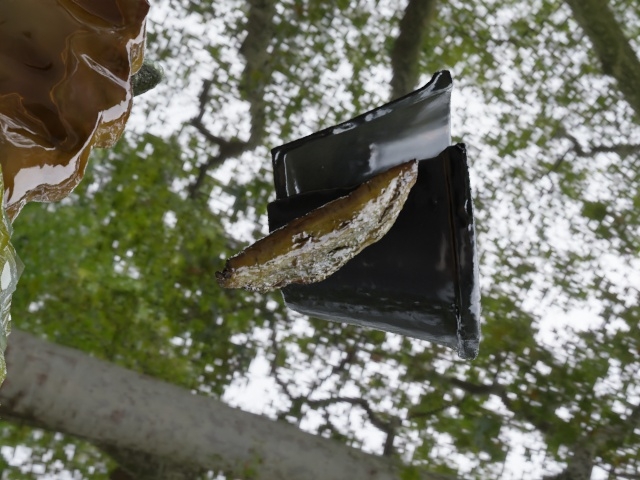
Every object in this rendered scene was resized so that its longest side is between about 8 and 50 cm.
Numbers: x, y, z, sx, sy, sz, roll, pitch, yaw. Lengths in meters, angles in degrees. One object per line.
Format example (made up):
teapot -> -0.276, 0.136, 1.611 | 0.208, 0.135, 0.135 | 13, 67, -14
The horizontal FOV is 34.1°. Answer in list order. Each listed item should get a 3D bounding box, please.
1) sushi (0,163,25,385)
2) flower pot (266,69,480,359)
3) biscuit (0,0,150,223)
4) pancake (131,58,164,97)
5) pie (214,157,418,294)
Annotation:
sushi -> -0.300, 0.006, 0.314 | 0.240, 0.396, 0.352 | 106, -17, -74
flower pot -> 0.070, -0.015, 1.361 | 0.251, 0.379, 0.380 | -7, -120, 3
biscuit -> -0.261, -0.133, 0.593 | 0.107, 0.325, 0.326 | 135, -40, -56
pancake -> -0.262, -0.216, 1.393 | 0.108, 0.108, 0.017 | -29, -118, 36
pie -> 0.000, 0.000, 0.785 | 0.169, 0.092, 0.034 | -26, -119, -10
